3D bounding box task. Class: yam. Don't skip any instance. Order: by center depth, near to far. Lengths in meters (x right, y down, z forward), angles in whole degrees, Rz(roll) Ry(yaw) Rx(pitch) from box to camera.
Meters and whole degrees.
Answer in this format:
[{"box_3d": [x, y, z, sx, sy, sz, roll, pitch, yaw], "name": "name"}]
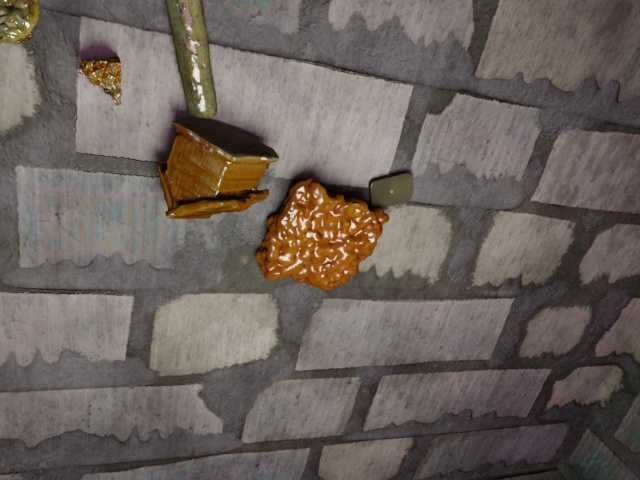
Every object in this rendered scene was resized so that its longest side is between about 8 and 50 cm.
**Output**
[{"box_3d": [-0.282, -0.448, 1.090, 0.083, 0.083, 0.372, -14, 122, -12], "name": "yam"}]

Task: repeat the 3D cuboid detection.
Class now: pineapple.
[{"box_3d": [-0.455, -0.350, 1.099, 0.114, 0.077, 0.114, 7, 134, 15], "name": "pineapple"}]

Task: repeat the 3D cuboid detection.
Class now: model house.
[{"box_3d": [-0.253, -0.151, 1.218, 0.229, 0.219, 0.199, -59, 161, 22], "name": "model house"}]

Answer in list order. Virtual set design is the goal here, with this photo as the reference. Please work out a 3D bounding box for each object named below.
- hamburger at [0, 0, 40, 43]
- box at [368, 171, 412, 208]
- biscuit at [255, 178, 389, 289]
[{"box_3d": [-0.623, -0.470, 0.943, 0.183, 0.130, 0.206, -3, 100, -20], "name": "hamburger"}, {"box_3d": [0.198, -0.145, 1.453, 0.126, 0.031, 0.091, -16, 122, -10], "name": "box"}, {"box_3d": [0.000, 0.000, 1.413, 0.312, 0.110, 0.318, 19, 112, -28], "name": "biscuit"}]
